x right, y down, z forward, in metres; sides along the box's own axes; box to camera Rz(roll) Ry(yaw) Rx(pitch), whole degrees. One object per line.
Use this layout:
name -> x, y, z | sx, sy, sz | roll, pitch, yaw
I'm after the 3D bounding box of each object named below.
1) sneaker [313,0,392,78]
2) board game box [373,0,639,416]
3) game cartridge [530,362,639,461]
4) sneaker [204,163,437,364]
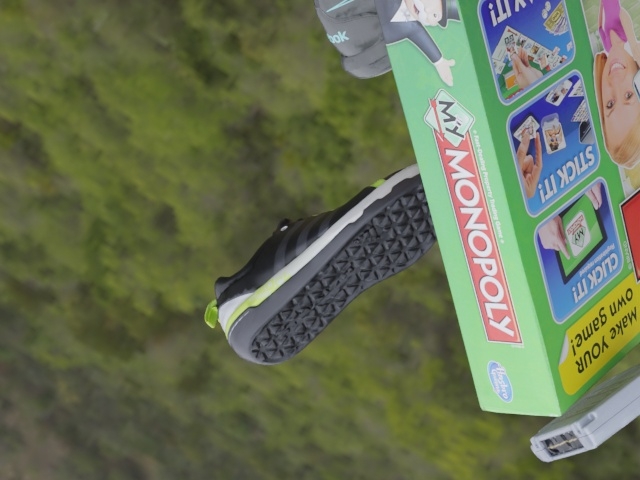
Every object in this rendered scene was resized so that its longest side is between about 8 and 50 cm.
sneaker -> 0.107, -0.263, 1.546 | 0.106, 0.267, 0.101 | 52, 169, -22
board game box -> 0.153, -0.087, 0.799 | 0.046, 0.317, 0.213 | 0, 115, 42
game cartridge -> 0.126, 0.074, 0.754 | 0.017, 0.056, 0.083 | 51, 166, 3
sneaker -> 0.000, 0.000, 1.387 | 0.084, 0.235, 0.097 | 48, -175, -48
